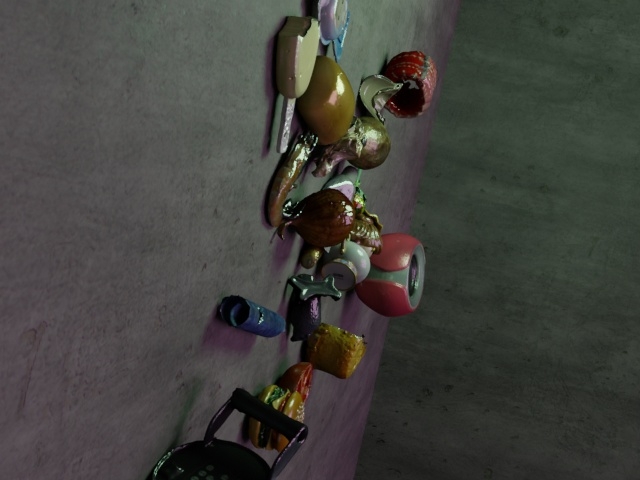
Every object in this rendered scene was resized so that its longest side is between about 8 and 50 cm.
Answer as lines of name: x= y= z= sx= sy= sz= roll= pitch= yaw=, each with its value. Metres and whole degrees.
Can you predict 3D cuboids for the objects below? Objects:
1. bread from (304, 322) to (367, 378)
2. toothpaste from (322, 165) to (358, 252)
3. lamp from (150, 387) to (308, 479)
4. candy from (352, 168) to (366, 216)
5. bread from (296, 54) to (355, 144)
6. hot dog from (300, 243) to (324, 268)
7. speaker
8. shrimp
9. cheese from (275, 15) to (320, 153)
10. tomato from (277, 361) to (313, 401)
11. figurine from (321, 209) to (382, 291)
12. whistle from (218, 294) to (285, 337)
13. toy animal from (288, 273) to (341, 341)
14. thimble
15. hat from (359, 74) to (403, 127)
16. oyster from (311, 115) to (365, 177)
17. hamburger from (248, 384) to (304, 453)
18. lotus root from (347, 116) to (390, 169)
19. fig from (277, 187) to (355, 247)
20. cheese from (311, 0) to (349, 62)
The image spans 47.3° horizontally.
bread: x=0.039 y=0.328 z=2.128 sx=0.260 sy=0.160 sz=0.147 roll=79 pitch=33 yaw=-73
toothpaste: x=0.036 y=-0.098 z=1.863 sx=0.068 sy=0.099 sz=0.282 roll=-48 pitch=-170 yaw=44
lamp: x=-0.183 y=0.486 z=1.252 sx=0.374 sy=0.205 sz=0.272 roll=-43 pitch=144 yaw=-36
candy: x=0.105 y=-0.174 z=2.098 sx=0.305 sy=0.083 sz=0.091 roll=-73 pitch=174 yaw=-48
bread: x=0.021 y=-0.292 z=1.553 sx=0.217 sy=0.098 sz=0.147 roll=52 pitch=49 yaw=-75
hot dog: x=0.000 y=0.000 z=1.862 sx=0.066 sy=0.047 sz=0.215 roll=-41 pitch=-172 yaw=35
speaker: x=0.252 y=0.110 z=2.530 sx=0.294 sy=0.295 sz=0.294 roll=14 pitch=90 yaw=-77
shrimp: x=-0.053 y=-0.122 z=1.520 sx=0.152 sy=0.046 sz=0.219 roll=75 pitch=35 yaw=-62
cheese: x=-0.053 y=-0.286 z=1.348 sx=0.127 sy=0.050 sz=0.255 roll=-37 pitch=139 yaw=-70
tomato: x=-0.075 y=0.379 z=1.887 sx=0.155 sy=0.069 sz=0.155 roll=17 pitch=90 yaw=-76
figurine: x=0.094 y=0.022 z=2.065 sx=0.263 sy=0.142 sz=0.189 roll=-59 pitch=158 yaw=-47
whistle: x=-0.130 y=0.157 z=1.462 sx=0.304 sy=0.062 sz=0.062 roll=50 pitch=55 yaw=-74
toy animal: x=-0.047 y=0.162 z=1.822 sx=0.117 sy=0.121 sz=0.210 roll=61 pitch=-36 yaw=34
thimble: x=0.265 y=-0.470 z=2.219 sx=0.189 sy=0.163 sz=0.125 roll=97 pitch=13 yaw=-54
hat: x=0.149 y=-0.405 z=2.050 sx=0.175 sy=0.085 sz=0.147 roll=29 pitch=86 yaw=-53
oyster: x=0.044 y=-0.209 z=1.704 sx=0.191 sy=0.081 sz=0.163 roll=-43 pitch=-169 yaw=-16
hamburger: x=-0.102 y=0.420 z=1.718 sx=0.162 sy=0.115 sz=0.161 roll=13 pitch=90 yaw=-78
lotus root: x=0.114 y=-0.257 z=1.906 sx=0.214 sy=0.139 sz=0.138 roll=11 pitch=93 yaw=-74
fig: x=-0.029 y=-0.043 z=1.626 sx=0.201 sy=0.133 sz=0.146 roll=-11 pitch=155 yaw=-31
cheese: x=0.026 y=-0.457 z=1.494 sx=0.245 sy=0.052 sz=0.135 roll=26 pitch=78 yaw=-76
